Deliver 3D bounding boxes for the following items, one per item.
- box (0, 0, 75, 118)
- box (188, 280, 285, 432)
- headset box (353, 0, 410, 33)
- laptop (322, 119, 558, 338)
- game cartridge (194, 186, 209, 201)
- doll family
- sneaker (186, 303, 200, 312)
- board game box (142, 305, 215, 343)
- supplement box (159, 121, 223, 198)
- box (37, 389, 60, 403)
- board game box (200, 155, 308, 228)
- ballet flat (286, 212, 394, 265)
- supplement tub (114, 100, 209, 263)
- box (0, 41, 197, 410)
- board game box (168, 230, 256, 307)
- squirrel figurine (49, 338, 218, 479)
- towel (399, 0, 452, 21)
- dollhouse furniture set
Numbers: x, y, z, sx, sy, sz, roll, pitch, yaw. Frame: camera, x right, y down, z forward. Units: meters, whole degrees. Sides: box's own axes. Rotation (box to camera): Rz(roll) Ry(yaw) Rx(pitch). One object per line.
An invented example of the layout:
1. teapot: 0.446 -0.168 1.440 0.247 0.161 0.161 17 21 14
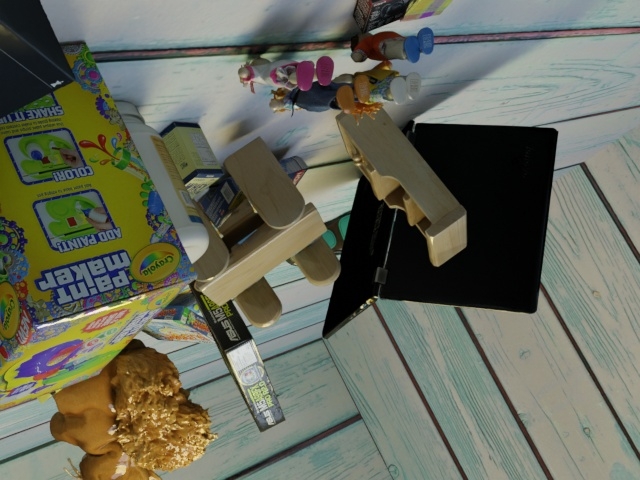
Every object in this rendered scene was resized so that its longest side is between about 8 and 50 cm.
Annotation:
1. box: -0.329 -0.160 0.666 0.184 0.103 0.261 -24 168 3
2. box: -0.164 0.219 1.763 0.060 0.216 0.270 -26 135 -11
3. headset box: 0.080 -0.301 1.123 0.062 0.032 0.083 -25 167 -12
4. laptop: 0.214 -0.007 1.687 0.236 0.381 0.408 22 151 -12
5. game cartridge: -0.316 -0.043 1.310 0.294 0.060 0.196 -13 158 -48
6. doll family: 0.018 -0.196 1.156 0.263 0.118 0.163 -20 -160 -30
7. sneaker: -0.331 0.143 2.060 0.078 0.067 0.188 0 -173 23
8. board game box: -0.320 0.178 1.912 0.201 0.035 0.136 -2 153 39
9. supplement box: -0.193 -0.105 1.233 0.083 0.083 0.056 -34 166 29
10. box: -0.500 0.231 1.842 0.058 0.087 0.232 -36 -177 45
11. board game box: -0.107 -0.085 1.559 0.194 0.060 0.194 -23 164 -35
12. ballet flat: 0.040 -0.008 2.164 0.281 0.095 0.096 -15 176 -10
13. supplement tub: -0.236 -0.052 1.083 0.144 0.199 0.144 -26 168 -6
14. box: -0.311 -0.003 0.938 0.177 0.279 0.290 -17 164 -41
15. board game box: -0.224 0.047 1.853 0.242 0.064 0.316 -23 167 -18
16. squirrel figurine: -0.441 0.426 2.009 0.397 0.370 0.281 -5 -175 32
17. towel: 0.149 -0.325 1.231 0.083 0.009 0.060 -19 165 -36
18. dollhouse furniture set: 0.000 0.000 1.427 0.394 0.256 0.362 -35 161 -2
